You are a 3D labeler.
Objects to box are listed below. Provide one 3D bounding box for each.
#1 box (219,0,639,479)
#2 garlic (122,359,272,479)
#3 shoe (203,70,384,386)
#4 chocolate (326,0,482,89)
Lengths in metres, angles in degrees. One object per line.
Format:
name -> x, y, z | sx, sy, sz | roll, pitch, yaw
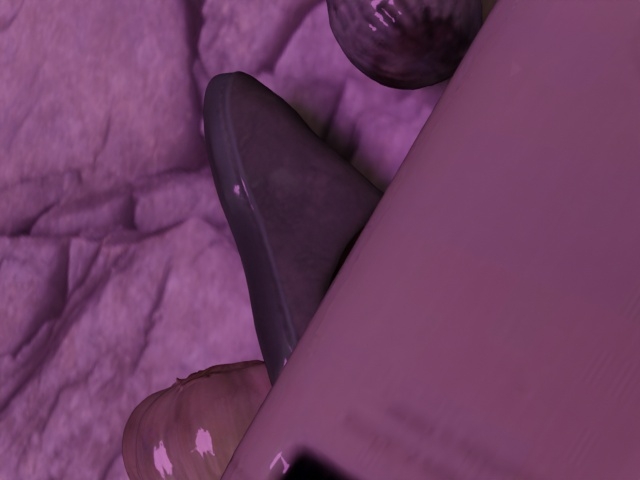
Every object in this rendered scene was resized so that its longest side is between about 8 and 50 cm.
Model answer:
box -> 0.108, 0.044, 0.408 | 0.288, 0.141, 0.349 | 21, 80, 58
garlic -> -0.048, 0.101, 0.690 | 0.113, 0.074, 0.094 | -19, 61, 28
shoe -> 0.000, 0.000, 0.666 | 0.078, 0.079, 0.195 | -17, 60, 8
chocolate -> 0.020, -0.139, 0.648 | 0.072, 0.072, 0.167 | -44, 58, 34
